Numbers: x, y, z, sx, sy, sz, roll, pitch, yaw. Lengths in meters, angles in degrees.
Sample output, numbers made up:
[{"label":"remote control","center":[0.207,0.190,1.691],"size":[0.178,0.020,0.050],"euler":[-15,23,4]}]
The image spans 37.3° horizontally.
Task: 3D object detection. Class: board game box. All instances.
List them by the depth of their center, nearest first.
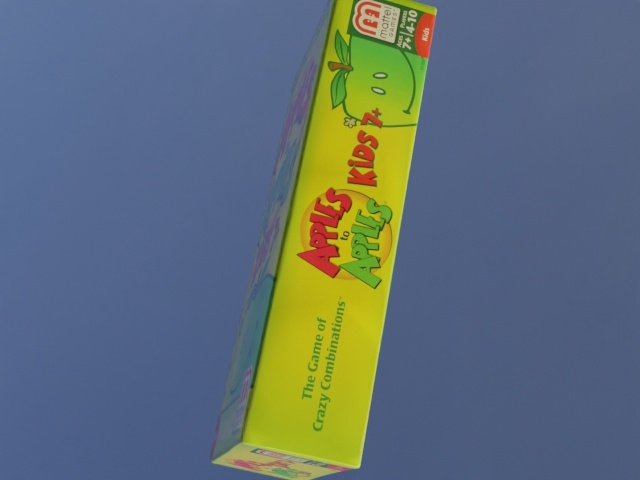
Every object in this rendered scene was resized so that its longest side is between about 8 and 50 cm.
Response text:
[{"label":"board game box","center":[0.000,0.000,0.382],"size":[0.043,0.092,0.181],"euler":[14,-110,-8]}]
